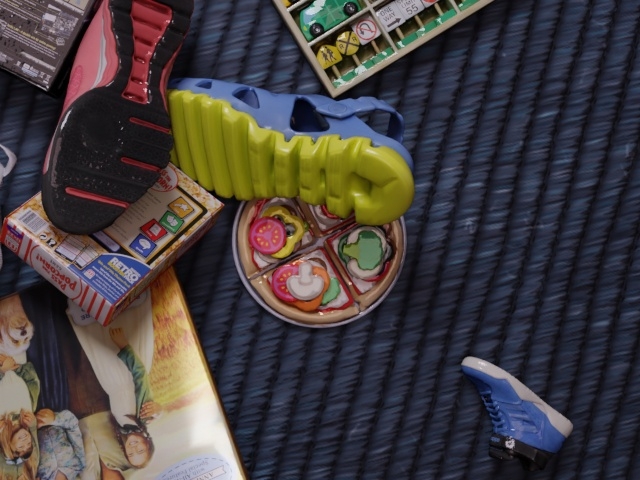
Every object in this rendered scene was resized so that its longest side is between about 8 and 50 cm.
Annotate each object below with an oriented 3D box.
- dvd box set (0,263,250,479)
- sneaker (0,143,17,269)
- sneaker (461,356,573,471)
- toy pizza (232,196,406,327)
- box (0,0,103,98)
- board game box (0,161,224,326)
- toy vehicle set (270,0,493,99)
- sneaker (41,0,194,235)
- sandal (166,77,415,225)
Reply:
[{"bbox_3d":[-0.239,0.231,1.172,0.308,0.062,0.420,-20,62,-4],"label":"dvd box set"},{"bbox_3d":[-0.456,0.033,1.207,0.210,0.137,0.365,13,108,-22],"label":"sneaker"},{"bbox_3d":[0.209,0.204,1.307,0.152,0.058,0.084,38,79,-10],"label":"sneaker"},{"bbox_3d":[0.000,0.000,1.303,0.201,0.032,0.201,0,90,-5],"label":"toy pizza"},{"bbox_3d":[-0.340,-0.262,1.253,0.180,0.077,0.147,26,88,-4],"label":"box"},{"bbox_3d":[-0.218,-0.020,1.216,0.147,0.045,0.193,39,49,6],"label":"board game box"},{"bbox_3d":[0.083,-0.299,1.308,0.267,0.035,0.166,-32,93,-4],"label":"toy vehicle set"},{"bbox_3d":[-0.217,-0.142,1.214,0.116,0.136,0.313,22,69,-21],"label":"sneaker"},{"bbox_3d":[-0.035,-0.113,1.258,0.317,0.138,0.126,18,133,12],"label":"sandal"}]
